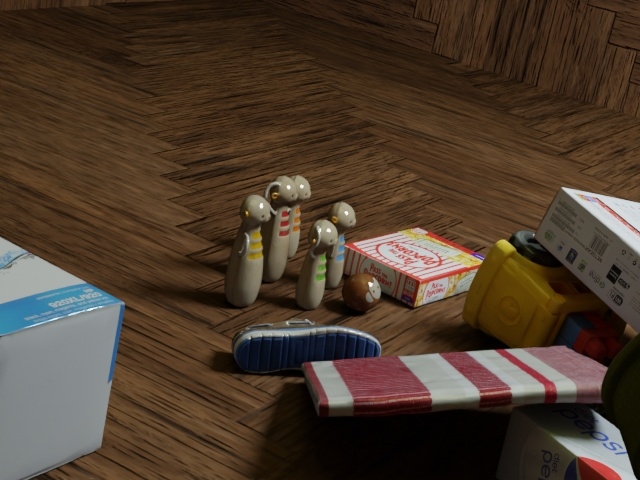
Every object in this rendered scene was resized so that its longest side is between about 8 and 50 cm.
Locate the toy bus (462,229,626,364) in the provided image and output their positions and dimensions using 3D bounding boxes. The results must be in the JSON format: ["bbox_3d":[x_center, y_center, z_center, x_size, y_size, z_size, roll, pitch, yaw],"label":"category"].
[{"bbox_3d":[0.339,0.098,1.700,0.220,0.150,0.211,-1,32,-38],"label":"toy bus"}]

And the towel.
[{"bbox_3d":[0.150,0.160,1.394,0.328,0.037,0.237,-3,4,-5],"label":"towel"}]

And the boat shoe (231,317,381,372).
[{"bbox_3d":[-0.018,0.122,1.527,0.183,0.066,0.066,5,19,-17],"label":"boat shoe"}]

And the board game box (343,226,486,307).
[{"bbox_3d":[0.143,0.038,1.882,0.146,0.045,0.193,25,24,33],"label":"board game box"}]

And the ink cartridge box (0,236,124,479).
[{"bbox_3d":[-0.341,0.107,1.229,0.232,0.171,0.168,24,23,30],"label":"ink cartridge box"}]

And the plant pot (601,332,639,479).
[{"bbox_3d":[0.442,0.243,0.982,0.366,0.366,0.353,5,54,-18],"label":"plant pot"}]

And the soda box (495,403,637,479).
[{"bbox_3d":[0.306,0.268,1.272,0.098,0.091,0.286,-2,23,-32],"label":"soda box"}]

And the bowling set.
[{"bbox_3d":[0.000,0.000,1.742,0.199,0.154,0.287,14,20,8],"label":"bowling set"}]

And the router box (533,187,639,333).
[{"bbox_3d":[0.488,0.066,1.610,0.301,0.082,0.335,9,27,-35],"label":"router box"}]

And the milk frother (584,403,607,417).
[{"bbox_3d":[0.369,0.214,1.481,0.143,0.129,0.135,-28,5,24],"label":"milk frother"}]
